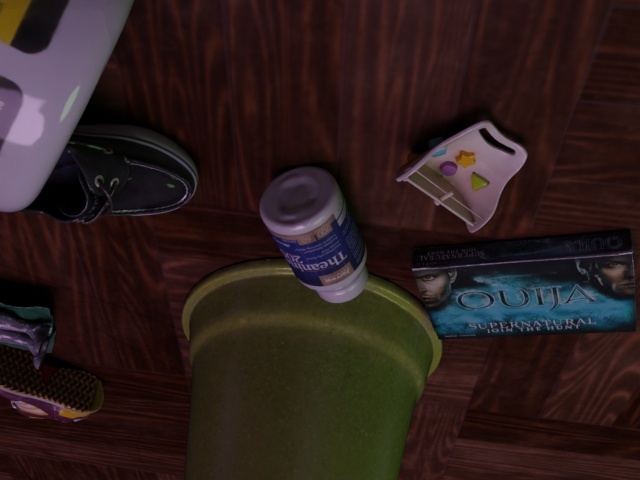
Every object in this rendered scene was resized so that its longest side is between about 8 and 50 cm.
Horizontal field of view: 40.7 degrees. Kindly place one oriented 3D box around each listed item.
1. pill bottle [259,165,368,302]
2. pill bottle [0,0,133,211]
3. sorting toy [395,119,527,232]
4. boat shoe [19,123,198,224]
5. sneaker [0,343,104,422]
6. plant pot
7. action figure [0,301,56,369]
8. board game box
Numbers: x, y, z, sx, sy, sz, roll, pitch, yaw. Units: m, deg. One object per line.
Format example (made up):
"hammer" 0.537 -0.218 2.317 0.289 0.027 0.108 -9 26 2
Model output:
"pill bottle" 0.000 0.000 0.721 0.067 0.067 0.120 -6 141 19
"pill bottle" -0.279 -0.162 0.457 0.334 0.188 0.188 26 140 -22
"sorting toy" 0.111 -0.057 0.647 0.083 0.045 0.075 32 130 -28
"boat shoe" -0.186 -0.047 0.632 0.228 0.076 0.080 14 122 -39
"sneaker" -0.355 0.172 1.024 0.185 0.069 0.084 34 132 -29
"plant pot" -0.024 0.198 0.837 0.276 0.254 0.276 5 143 4
"action figure" -0.404 0.075 0.915 0.232 0.063 0.137 18 146 -7
"board game box" 0.186 0.045 0.778 0.186 0.026 0.126 -6 142 18
